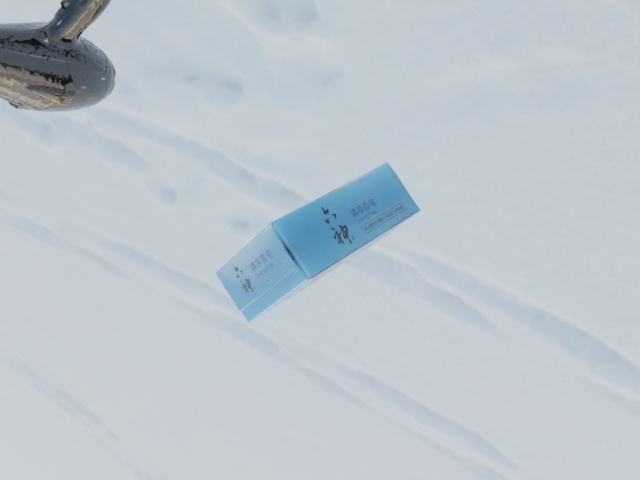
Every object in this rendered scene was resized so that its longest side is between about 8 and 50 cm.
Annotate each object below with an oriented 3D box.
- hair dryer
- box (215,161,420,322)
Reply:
[{"bbox_3d":[-0.295,-0.296,0.922,0.359,0.303,0.120,-44,68,21],"label":"hair dryer"},{"bbox_3d":[0.000,0.000,1.001,0.083,0.232,0.142,55,137,3],"label":"box"}]
